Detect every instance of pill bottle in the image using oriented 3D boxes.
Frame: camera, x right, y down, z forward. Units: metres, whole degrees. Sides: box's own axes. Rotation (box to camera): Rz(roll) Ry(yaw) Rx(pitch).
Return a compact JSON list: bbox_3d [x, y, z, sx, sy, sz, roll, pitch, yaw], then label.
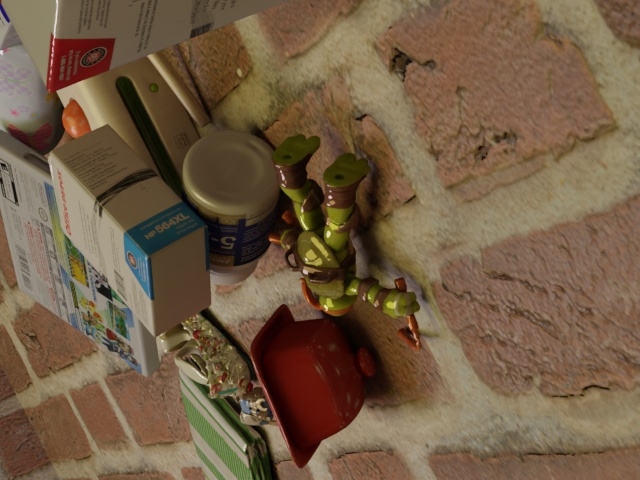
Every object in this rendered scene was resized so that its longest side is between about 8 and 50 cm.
[{"bbox_3d":[-0.106,-0.031,1.736,0.112,0.112,0.187,52,156,24],"label":"pill bottle"}]

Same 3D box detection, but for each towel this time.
[{"bbox_3d":[-0.132,0.358,2.335,0.248,0.038,0.325,40,151,45],"label":"towel"}]

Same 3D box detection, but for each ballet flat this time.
[{"bbox_3d":[-0.184,0.143,2.147,0.241,0.077,0.091,40,149,44],"label":"ballet flat"}]

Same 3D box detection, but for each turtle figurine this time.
[{"bbox_3d":[0.000,0.000,1.573,0.269,0.087,0.217,39,148,45],"label":"turtle figurine"}]

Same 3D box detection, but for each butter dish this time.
[{"bbox_3d":[0.006,0.152,1.712,0.160,0.118,0.160,-50,-59,-68],"label":"butter dish"}]

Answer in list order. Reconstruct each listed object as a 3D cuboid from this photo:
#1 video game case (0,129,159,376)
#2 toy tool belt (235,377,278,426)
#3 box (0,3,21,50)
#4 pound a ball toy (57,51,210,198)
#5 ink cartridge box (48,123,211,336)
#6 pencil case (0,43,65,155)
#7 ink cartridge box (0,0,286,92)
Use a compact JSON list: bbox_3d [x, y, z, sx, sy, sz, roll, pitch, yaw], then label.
[{"bbox_3d":[-0.371,0.022,2.269,0.300,0.036,0.329,31,142,28],"label":"video game case"},{"bbox_3d":[-0.082,0.224,2.069,0.051,0.052,0.083,13,139,21],"label":"toy tool belt"},{"bbox_3d":[-0.376,-0.318,1.976,0.072,0.126,0.137,64,157,1],"label":"box"},{"bbox_3d":[-0.225,-0.125,1.856,0.319,0.135,0.208,63,158,-4],"label":"pound a ball toy"},{"bbox_3d":[-0.218,-0.014,1.727,0.203,0.086,0.148,46,152,30],"label":"ink cartridge box"},{"bbox_3d":[-0.441,-0.243,2.209,0.124,0.113,0.273,17,145,5],"label":"pencil case"},{"bbox_3d":[-0.136,-0.265,1.332,0.114,0.272,0.197,60,158,15],"label":"ink cartridge box"}]
